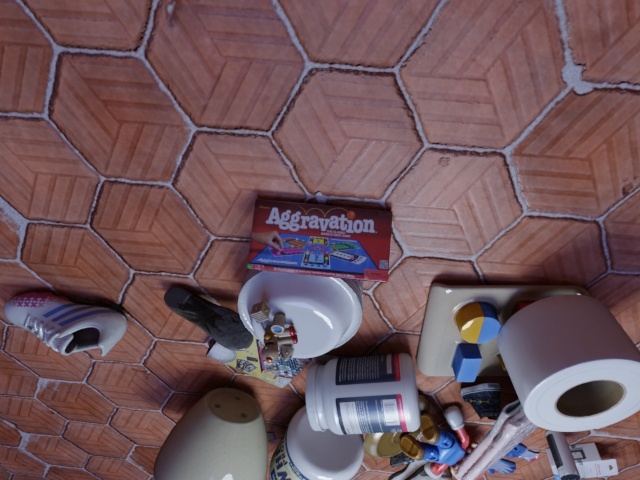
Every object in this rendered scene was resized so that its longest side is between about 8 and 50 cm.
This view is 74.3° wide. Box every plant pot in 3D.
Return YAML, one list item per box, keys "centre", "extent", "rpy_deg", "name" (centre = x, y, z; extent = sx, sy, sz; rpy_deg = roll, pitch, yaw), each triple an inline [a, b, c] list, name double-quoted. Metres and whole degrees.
- centre: [0.230, 0.547, 1.219]
  extent: [0.236, 0.032, 0.237]
  rpy_deg: [-17, 126, -24]
  name: "plant pot"

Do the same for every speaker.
- centre: [0.713, 0.633, 1.245]
  extent: [0.055, 0.136, 0.055]
  rpy_deg: [3, 128, 4]
  name: "speaker"

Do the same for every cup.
- centre: [-0.287, 0.580, 1.233]
  extent: [0.330, 0.331, 0.237]
  rpy_deg: [18, 101, -8]
  name: "cup"

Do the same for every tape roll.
- centre: [0.519, 0.257, 0.878]
  extent: [0.245, 0.169, 0.246]
  rpy_deg: [0, 126, 0]
  name: "tape roll"

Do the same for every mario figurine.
- centre: [0.366, 0.610, 1.272]
  extent: [0.198, 0.170, 0.320]
  rpy_deg: [-28, 130, 35]
  name: "mario figurine"

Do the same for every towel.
- centre: [0.511, 0.463, 1.078]
  extent: [0.331, 0.053, 0.317]
  rpy_deg: [-16, 135, -30]
  name: "towel"

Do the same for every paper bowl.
- centre: [-0.046, 0.153, 0.959]
  extent: [0.284, 0.148, 0.284]
  rpy_deg: [4, 127, 5]
  name: "paper bowl"

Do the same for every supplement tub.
- centre: [0.113, 0.399, 1.098]
  extent: [0.272, 0.191, 0.191]
  rpy_deg: [-8, 126, 12]
  name: "supplement tub"
- centre: [-0.024, 0.676, 1.295]
  extent: [0.235, 0.235, 0.325]
  rpy_deg: [17, 127, -7]
  name: "supplement tub"

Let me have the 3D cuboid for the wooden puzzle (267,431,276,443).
- centre: [-0.181, 0.677, 1.456]
  extent: [0.049, 0.006, 0.083]
  rpy_deg: [-5, 126, 10]
  name: "wooden puzzle"

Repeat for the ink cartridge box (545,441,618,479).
- centre: [0.820, 0.695, 1.328]
  extent: [0.180, 0.060, 0.104]
  rpy_deg: [-18, 122, 19]
  name: "ink cartridge box"

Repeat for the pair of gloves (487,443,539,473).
- centre: [0.609, 0.725, 1.398]
  extent: [0.159, 0.023, 0.198]
  rpy_deg: [22, 125, -10]
  name: "pair of gloves"

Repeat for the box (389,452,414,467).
- centre: [0.267, 0.700, 1.388]
  extent: [0.083, 0.067, 0.018]
  rpy_deg: [-31, 119, 25]
  name: "box"

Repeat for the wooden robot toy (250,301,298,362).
- centre: [-0.093, 0.210, 0.865]
  extent: [0.076, 0.079, 0.173]
  rpy_deg: [-7, 126, 12]
  name: "wooden robot toy"

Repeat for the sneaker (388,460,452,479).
- centre: [0.334, 0.936, 1.440]
  extent: [0.169, 0.258, 0.448]
  rpy_deg: [11, 128, -3]
  name: "sneaker"

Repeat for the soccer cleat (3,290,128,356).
- centre: [-0.669, 0.216, 1.074]
  extent: [0.330, 0.143, 0.116]
  rpy_deg: [6, 127, 2]
  name: "soccer cleat"

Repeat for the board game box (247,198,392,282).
- centre: [0.000, 0.000, 0.854]
  extent: [0.281, 0.145, 0.027]
  rpy_deg: [5, 171, 2]
  name: "board game box"

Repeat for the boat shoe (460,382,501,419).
- centre: [0.423, 0.434, 1.122]
  extent: [0.065, 0.083, 0.183]
  rpy_deg: [4, 154, -2]
  name: "boat shoe"

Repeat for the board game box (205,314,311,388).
- centre: [-0.166, 0.305, 1.150]
  extent: [0.243, 0.042, 0.165]
  rpy_deg: [29, 125, -15]
  name: "board game box"

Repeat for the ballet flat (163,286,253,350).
- centre: [-0.272, 0.192, 1.034]
  extent: [0.249, 0.084, 0.058]
  rpy_deg: [27, 155, 8]
  name: "ballet flat"

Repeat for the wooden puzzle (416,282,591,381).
- centre: [0.425, 0.243, 1.016]
  extent: [0.347, 0.081, 0.322]
  rpy_deg: [3, 127, 4]
  name: "wooden puzzle"
